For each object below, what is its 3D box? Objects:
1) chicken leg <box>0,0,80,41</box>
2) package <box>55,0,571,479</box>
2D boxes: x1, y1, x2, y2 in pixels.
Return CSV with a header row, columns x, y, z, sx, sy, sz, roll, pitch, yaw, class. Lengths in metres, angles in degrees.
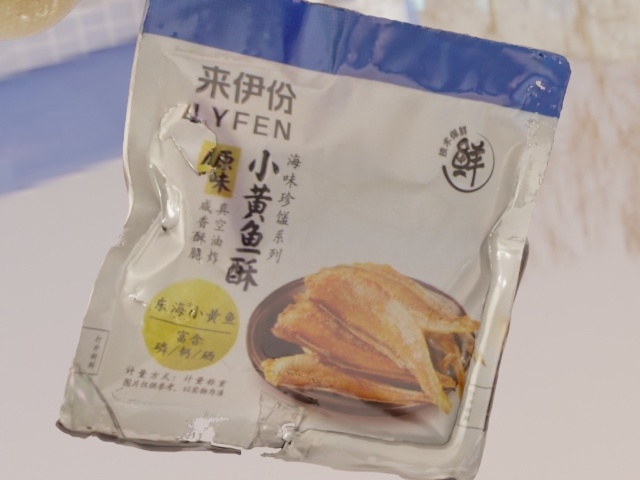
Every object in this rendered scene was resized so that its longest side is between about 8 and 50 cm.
x,y,z,sx,sy,sz,roll,pitch,yaw,class
-0.229,-0.239,0.848,0.201,0.429,0.153,20,-115,30,chicken leg
0.000,0.000,0.698,0.171,0.173,0.027,9,-170,-22,package
